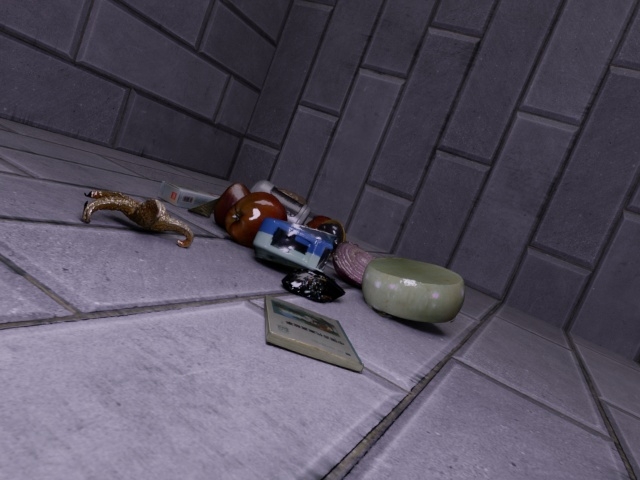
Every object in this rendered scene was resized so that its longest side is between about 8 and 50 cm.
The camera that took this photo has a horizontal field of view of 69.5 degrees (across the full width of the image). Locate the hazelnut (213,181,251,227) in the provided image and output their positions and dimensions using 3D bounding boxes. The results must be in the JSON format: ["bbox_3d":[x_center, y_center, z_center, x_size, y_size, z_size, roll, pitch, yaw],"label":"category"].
[{"bbox_3d":[-0.346,-0.140,1.922,0.208,0.208,0.208,21,7,-3],"label":"hazelnut"}]

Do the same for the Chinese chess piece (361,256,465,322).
[{"bbox_3d":[0.315,0.167,1.584,0.349,0.147,0.349,8,11,-2],"label":"Chinese chess piece"}]

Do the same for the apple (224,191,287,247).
[{"bbox_3d":[-0.238,-0.077,1.737,0.233,0.234,0.234,21,7,-3],"label":"apple"}]

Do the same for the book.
[{"bbox_3d":[-0.028,0.199,1.041,0.214,0.025,0.282,21,5,-13],"label":"book"}]

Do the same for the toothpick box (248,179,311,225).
[{"bbox_3d":[-0.227,-0.134,2.105,0.316,0.229,0.229,32,7,-1],"label":"toothpick box"}]

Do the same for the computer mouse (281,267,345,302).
[{"bbox_3d":[-0.016,0.130,1.401,0.241,0.078,0.146,16,11,-45],"label":"computer mouse"}]

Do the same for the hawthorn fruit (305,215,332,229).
[{"bbox_3d":[0.022,-0.018,2.356,0.181,0.181,0.235,13,24,-50],"label":"hawthorn fruit"}]

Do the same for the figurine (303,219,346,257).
[{"bbox_3d":[-0.001,0.004,2.082,0.256,0.167,0.192,-15,35,-39],"label":"figurine"}]

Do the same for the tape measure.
[{"bbox_3d":[-0.095,0.021,1.566,0.262,0.138,0.259,17,-6,-9],"label":"tape measure"}]

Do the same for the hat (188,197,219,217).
[{"bbox_3d":[-0.497,-0.129,2.006,0.146,0.067,0.146,-20,10,4],"label":"hat"}]

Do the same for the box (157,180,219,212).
[{"bbox_3d":[-0.597,-0.197,2.114,0.135,0.079,0.269,26,8,28],"label":"box"}]

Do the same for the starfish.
[{"bbox_3d":[-0.520,-0.074,1.316,0.312,0.113,0.303,16,-2,43],"label":"starfish"}]

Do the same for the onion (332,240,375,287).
[{"bbox_3d":[0.146,0.130,1.829,0.250,0.111,0.247,32,30,2],"label":"onion"}]

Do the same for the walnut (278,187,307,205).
[{"bbox_3d":[-0.203,-0.149,2.334,0.273,0.227,0.273,23,4,-2],"label":"walnut"}]
